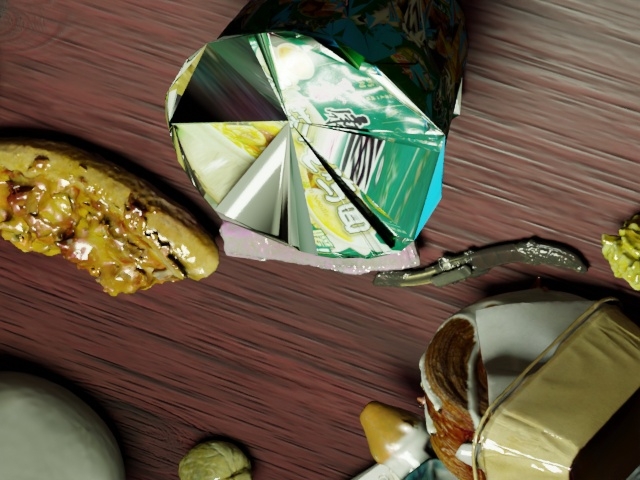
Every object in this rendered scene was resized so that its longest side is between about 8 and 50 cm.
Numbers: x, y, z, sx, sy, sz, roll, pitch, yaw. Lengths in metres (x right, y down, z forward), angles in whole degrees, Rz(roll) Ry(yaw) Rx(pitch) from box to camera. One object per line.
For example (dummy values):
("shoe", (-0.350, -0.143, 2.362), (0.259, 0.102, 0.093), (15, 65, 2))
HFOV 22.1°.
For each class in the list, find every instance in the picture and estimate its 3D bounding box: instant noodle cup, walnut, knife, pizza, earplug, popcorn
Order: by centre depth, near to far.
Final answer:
("instant noodle cup", (0.013, -0.125, 1.331), (0.240, 0.178, 0.240), (14, 136, 14))
("popcorn", (0.281, 0.005, 1.410), (0.068, 0.060, 0.083), (-6, 153, -22))
("knife", (0.139, 0.024, 1.528), (0.222, 0.021, 0.045), (-6, 130, 31))
("pizza", (-0.242, -0.019, 1.634), (0.305, 0.085, 0.161), (18, 138, 12))
("earplug", (-0.392, 0.331, 1.819), (0.312, 0.394, 0.313), (13, 135, 14))
("walnut", (-0.118, 0.268, 1.853), (0.092, 0.092, 0.092), (14, 136, 14))

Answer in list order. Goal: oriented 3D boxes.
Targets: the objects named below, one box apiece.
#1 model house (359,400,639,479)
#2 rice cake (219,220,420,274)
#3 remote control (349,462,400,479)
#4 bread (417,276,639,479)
("model house", (0.166, 0.246, 1.567), (0.301, 0.271, 0.190), (40, 147, 5))
("rice cake", (0.000, 0.000, 1.565), (0.206, 0.036, 0.047), (6, 129, 24))
("remote control", (0.066, 0.274, 1.795), (0.073, 0.044, 0.229), (37, 129, -14))
("bread", (0.194, 0.143, 1.473), (0.212, 0.224, 0.142), (23, 140, 39))
